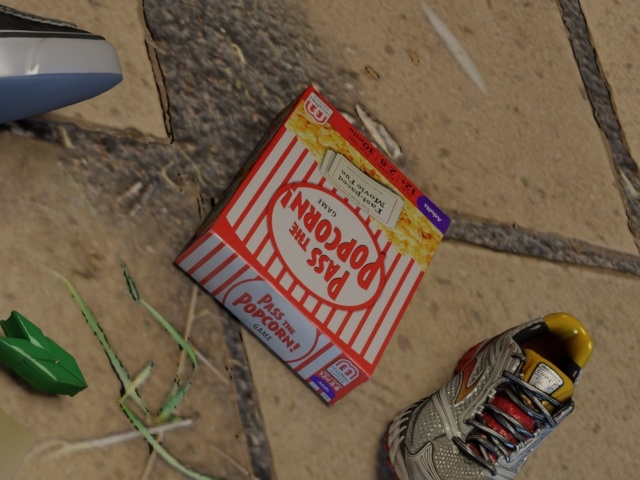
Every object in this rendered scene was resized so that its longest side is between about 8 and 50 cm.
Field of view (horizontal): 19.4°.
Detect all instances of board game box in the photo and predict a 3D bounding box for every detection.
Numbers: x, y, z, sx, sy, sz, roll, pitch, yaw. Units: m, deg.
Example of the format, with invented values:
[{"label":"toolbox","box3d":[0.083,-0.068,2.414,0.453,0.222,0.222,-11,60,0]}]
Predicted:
[{"label":"board game box","box3d":[0.000,0.000,1.292,0.147,0.045,0.193,43,39,-10]}]

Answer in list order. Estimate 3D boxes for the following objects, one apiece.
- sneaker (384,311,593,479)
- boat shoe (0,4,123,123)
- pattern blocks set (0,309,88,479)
[{"label":"sneaker","box3d":[0.118,0.115,1.280,0.088,0.092,0.225,47,39,-5]},{"label":"boat shoe","box3d":[-0.254,-0.124,1.088,0.306,0.113,0.105,-6,79,-37]},{"label":"pattern blocks set","box3d":[-0.243,0.121,0.969,0.285,0.026,0.325,47,38,-5]}]
